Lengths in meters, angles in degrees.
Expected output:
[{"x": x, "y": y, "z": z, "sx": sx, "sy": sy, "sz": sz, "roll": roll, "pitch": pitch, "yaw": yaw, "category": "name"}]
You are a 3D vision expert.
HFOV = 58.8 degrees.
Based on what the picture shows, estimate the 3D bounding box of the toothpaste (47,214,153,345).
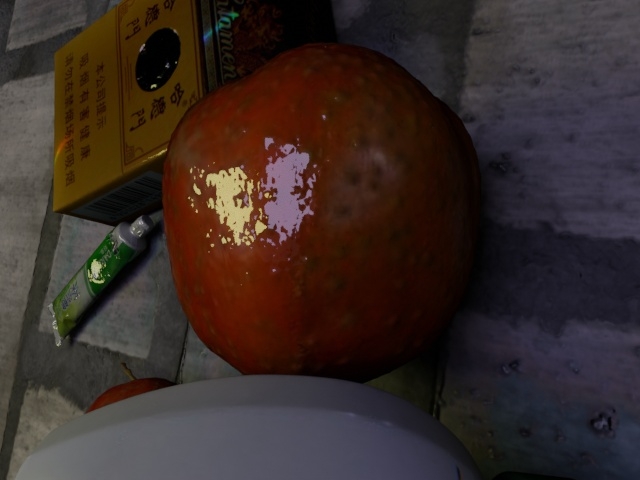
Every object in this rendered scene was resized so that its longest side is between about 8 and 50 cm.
[{"x": -0.319, "y": 0.051, "z": 0.813, "sx": 0.248, "sy": 0.046, "sz": 0.078, "roll": -42, "pitch": 57, "yaw": 21, "category": "toothpaste"}]

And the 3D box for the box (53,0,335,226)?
[{"x": -0.175, "y": -0.206, "z": 0.731, "sx": 0.415, "sy": 0.115, "sz": 0.265, "roll": -18, "pitch": 68, "yaw": 30, "category": "box"}]

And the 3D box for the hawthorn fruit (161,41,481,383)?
[{"x": 0.000, "y": 0.000, "z": 0.479, "sx": 0.275, "sy": 0.275, "sz": 0.300, "roll": 10, "pitch": 98, "yaw": 35, "category": "hawthorn fruit"}]

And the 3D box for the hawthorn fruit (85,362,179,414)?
[{"x": -0.205, "y": 0.218, "z": 0.647, "sx": 0.162, "sy": 0.162, "sz": 0.204, "roll": -25, "pitch": 52, "yaw": 27, "category": "hawthorn fruit"}]

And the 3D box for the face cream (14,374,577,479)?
[{"x": -0.006, "y": 0.241, "z": 0.359, "sx": 0.356, "sy": 0.219, "sz": 0.313, "roll": 6, "pitch": 100, "yaw": -2, "category": "face cream"}]
